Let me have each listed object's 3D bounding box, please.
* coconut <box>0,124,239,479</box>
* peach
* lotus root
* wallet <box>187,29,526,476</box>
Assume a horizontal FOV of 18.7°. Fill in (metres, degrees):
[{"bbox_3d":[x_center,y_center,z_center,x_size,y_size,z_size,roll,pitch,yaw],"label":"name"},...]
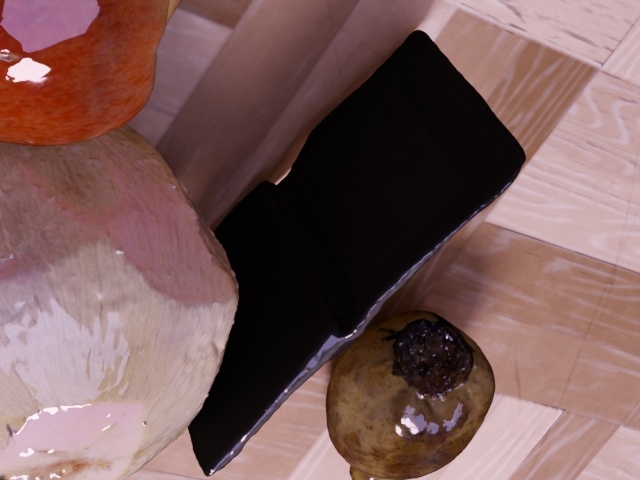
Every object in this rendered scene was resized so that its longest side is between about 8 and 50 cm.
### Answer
[{"bbox_3d":[-0.203,0.051,1.358,0.297,0.254,0.297,-14,133,-15],"label":"coconut"},{"bbox_3d":[-0.208,-0.174,1.187,0.257,0.232,0.232,21,122,-3],"label":"peach"},{"bbox_3d":[0.068,0.146,1.691,0.138,0.138,0.214,-2,142,-27],"label":"lotus root"},{"bbox_3d":[0.000,0.000,1.439,0.323,0.247,0.041,-44,120,10],"label":"wallet"}]
